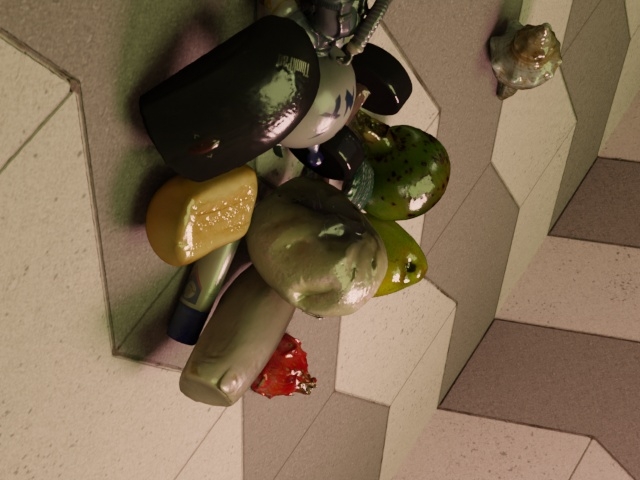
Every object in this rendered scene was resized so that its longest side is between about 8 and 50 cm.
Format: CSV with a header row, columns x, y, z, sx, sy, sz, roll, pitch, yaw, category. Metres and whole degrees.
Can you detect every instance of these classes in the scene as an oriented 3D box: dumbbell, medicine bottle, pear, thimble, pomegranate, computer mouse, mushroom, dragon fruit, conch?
x,y,z,sx,sy,sz,roll,pitch,yaw,category
0.047,-0.230,1.895,0.218,0.152,0.152,-54,156,-18,dumbbell
-0.195,0.065,1.819,0.059,0.059,0.231,5,110,-65,medicine bottle
0.115,0.036,2.239,0.187,0.220,0.187,-42,146,-38,pear
0.034,-0.112,2.034,0.135,0.118,0.090,-62,158,-1,thimble
0.147,-0.153,2.143,0.211,0.211,0.263,-52,134,-25,pomegranate
-0.112,-0.191,1.505,0.269,0.100,0.170,-33,129,2,computer mouse
-0.129,0.148,1.871,0.407,0.138,0.154,-54,158,-46,mushroom
-0.064,0.279,2.265,0.153,0.111,0.153,-48,151,-38,dragon fruit
0.491,-0.454,2.604,0.203,0.169,0.386,-34,-174,-10,conch

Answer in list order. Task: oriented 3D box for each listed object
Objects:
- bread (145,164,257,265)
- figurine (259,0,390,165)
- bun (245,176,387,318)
x,y,z,sx,sy,sz,roll,pitch,yaw,category
-0.189,-0.050,1.658,0.217,0.098,0.147,-25,135,-59,bread
-0.022,-0.298,1.645,0.261,0.186,0.382,-24,142,-41,figurine
0.005,0.001,1.862,0.168,0.273,0.273,-49,168,35,bun
